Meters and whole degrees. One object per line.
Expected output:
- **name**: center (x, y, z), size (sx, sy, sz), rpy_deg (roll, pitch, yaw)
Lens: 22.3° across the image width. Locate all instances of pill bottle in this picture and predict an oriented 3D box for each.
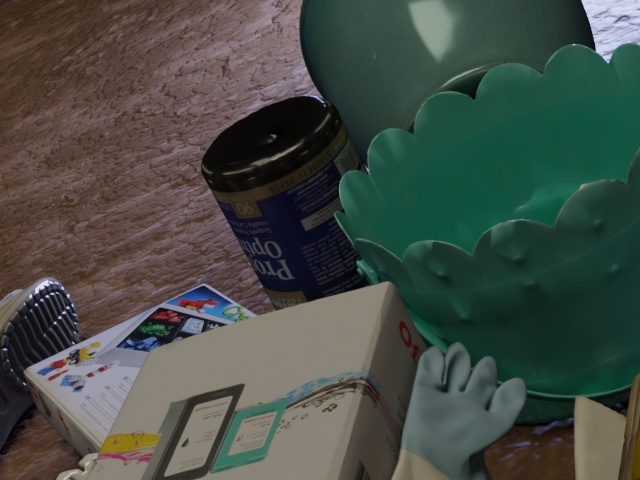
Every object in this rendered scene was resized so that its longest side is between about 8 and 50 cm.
- **pill bottle**: center (0.000, 0.000, 1.347), size (0.123, 0.219, 0.123), rpy_deg (-22, 25, 11)

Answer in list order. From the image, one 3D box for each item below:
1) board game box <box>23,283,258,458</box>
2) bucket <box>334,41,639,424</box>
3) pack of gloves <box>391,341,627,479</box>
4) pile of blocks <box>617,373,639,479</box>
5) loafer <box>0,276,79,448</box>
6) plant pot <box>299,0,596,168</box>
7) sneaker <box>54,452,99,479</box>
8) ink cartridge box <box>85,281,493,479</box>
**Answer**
- **board game box**: center (-0.113, 0.132, 1.371), size (0.193, 0.053, 0.305), rpy_deg (-25, 23, -20)
- **bucket**: center (0.171, -0.004, 1.236), size (0.281, 0.183, 0.281), rpy_deg (-22, 26, 12)
- **pack of gloves**: center (0.127, 0.170, 1.004), size (0.046, 0.195, 0.232), rpy_deg (-57, 7, 34)
- **pile of blocks**: center (0.232, 0.182, 0.876), size (0.113, 0.149, 0.362), rpy_deg (11, 35, 1)
- **loafer**: center (-0.325, 0.132, 1.551), size (0.092, 0.102, 0.268), rpy_deg (-3, 34, 30)
- **plant pot**: center (0.134, -0.141, 1.465), size (0.272, 0.271, 0.255), rpy_deg (-24, 37, 6)
- **sneaker**: center (-0.180, 0.262, 1.121), size (0.118, 0.110, 0.292), rpy_deg (34, 76, 21)
- **ink cartridge box**: center (-0.022, 0.196, 1.026), size (0.197, 0.198, 0.270), rpy_deg (-17, 26, 23)
